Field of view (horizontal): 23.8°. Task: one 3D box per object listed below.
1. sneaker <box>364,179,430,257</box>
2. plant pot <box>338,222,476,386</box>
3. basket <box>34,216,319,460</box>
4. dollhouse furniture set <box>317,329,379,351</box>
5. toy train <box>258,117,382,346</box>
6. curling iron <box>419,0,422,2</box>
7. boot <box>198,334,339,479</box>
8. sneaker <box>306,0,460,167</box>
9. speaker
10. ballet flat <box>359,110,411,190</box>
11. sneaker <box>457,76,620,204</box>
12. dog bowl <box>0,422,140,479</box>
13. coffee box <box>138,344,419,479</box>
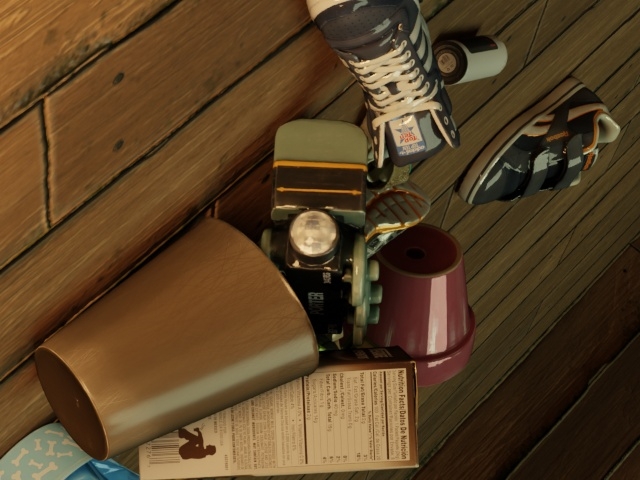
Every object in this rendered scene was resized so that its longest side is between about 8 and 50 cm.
[{"bbox_3d":[0.054,-0.016,1.953,0.215,0.084,0.083,-28,157,-34],"label":"sneaker"},{"bbox_3d":[0.133,0.082,2.203,0.201,0.201,0.180,-36,144,-41],"label":"plant pot"},{"bbox_3d":[-0.153,0.106,1.502,0.227,0.204,0.154,-29,149,-28],"label":"basket"},{"bbox_3d":[0.017,0.131,2.089,0.076,0.058,0.152,-54,136,1],"label":"dollhouse furniture set"},{"bbox_3d":[0.000,0.000,1.669,0.334,0.142,0.190,84,10,-72],"label":"toy train"},{"bbox_3d":[0.076,-0.285,1.485,0.068,0.035,0.274,-52,165,-10],"label":"curling iron"},{"bbox_3d":[-0.087,0.233,2.159,0.246,0.083,0.161,-41,174,-30],"label":"boot"},{"bbox_3d":[0.067,-0.160,1.487,0.099,0.153,0.282,-14,170,14],"label":"sneaker"},{"bbox_3d":[0.182,-0.223,1.872,0.055,0.055,0.136,-58,162,24],"label":"speaker"},{"bbox_3d":[0.074,-0.112,1.812,0.067,0.073,0.206,-32,156,-11],"label":"ballet flat"},{"bbox_3d":[0.357,-0.139,2.410,0.321,0.127,0.126,-39,162,-30],"label":"sneaker"},{"bbox_3d":[-0.294,0.290,1.690,0.166,0.074,0.297,-48,163,-10],"label":"dog bowl"},{"bbox_3d":[-0.048,0.187,1.667,0.168,0.297,0.118,-166,-107,-86],"label":"coffee box"}]
